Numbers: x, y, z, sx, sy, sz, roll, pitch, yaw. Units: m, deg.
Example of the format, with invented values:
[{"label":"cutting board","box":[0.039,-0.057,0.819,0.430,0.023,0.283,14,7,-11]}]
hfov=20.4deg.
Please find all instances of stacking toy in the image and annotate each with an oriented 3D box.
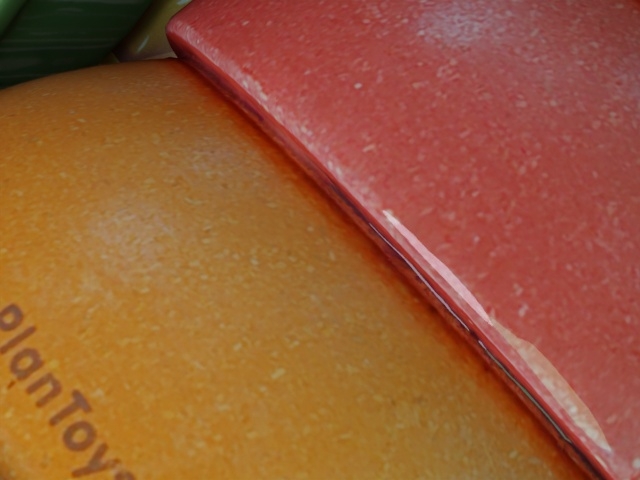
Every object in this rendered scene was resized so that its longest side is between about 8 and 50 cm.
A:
[{"label":"stacking toy","box":[0.105,-0.014,0.541,0.480,0.350,0.350,-40,106,-2]}]

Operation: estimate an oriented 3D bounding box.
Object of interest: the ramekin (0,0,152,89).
[{"label":"ramekin","box":[-0.182,-0.171,0.635,0.303,0.148,0.303,1,94,21]}]

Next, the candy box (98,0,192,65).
[{"label":"candy box","box":[0.000,0.000,0.729,0.316,0.087,0.183,41,106,3]}]
